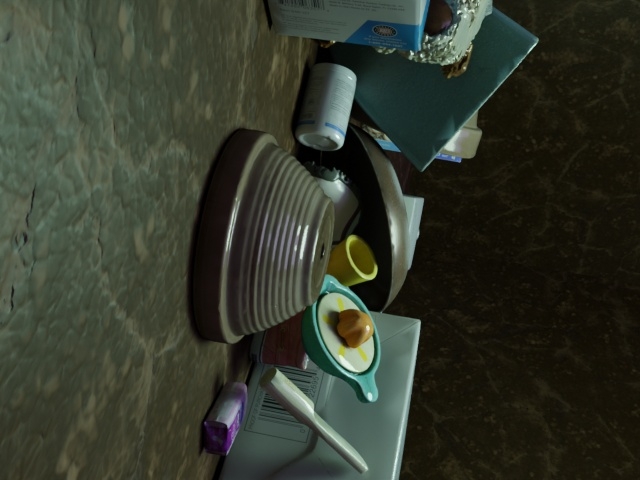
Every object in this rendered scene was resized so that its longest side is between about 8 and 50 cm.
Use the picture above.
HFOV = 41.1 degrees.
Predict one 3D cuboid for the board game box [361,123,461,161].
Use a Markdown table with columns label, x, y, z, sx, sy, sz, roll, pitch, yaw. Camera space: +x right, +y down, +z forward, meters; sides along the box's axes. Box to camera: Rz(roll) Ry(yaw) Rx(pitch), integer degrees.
| label | x | y | z | sx | sy | sz | roll | pitch | yaw |
| --- | --- | --- | --- | --- | --- | --- | --- | --- | --- |
| board game box | 0.215 | -0.337 | 1.834 | 0.291 | 0.232 | 0.141 | 90 | 14 | -48 |

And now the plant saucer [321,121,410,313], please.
| label | x | y | z | sx | sy | sz | roll | pitch | yaw |
| --- | --- | --- | --- | --- | --- | --- | --- | --- | --- |
| plant saucer | 0.072 | -0.040 | 1.343 | 0.310 | 0.050 | 0.310 | 167 | -90 | -76 |

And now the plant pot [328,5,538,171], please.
| label | x | y | z | sx | sy | sz | roll | pitch | yaw |
| --- | --- | --- | --- | --- | --- | --- | --- | --- | --- |
| plant pot | 0.151 | -0.289 | 1.318 | 0.247 | 0.252 | 0.248 | -50 | 179 | 15 |

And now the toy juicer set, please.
| label | x | y | z | sx | sy | sz | roll | pitch | yaw |
| --- | --- | --- | --- | --- | --- | --- | --- | --- | --- |
| toy juicer set | 0.003 | 0.107 | 1.087 | 0.209 | 0.090 | 0.328 | 31 | 44 | -38 |

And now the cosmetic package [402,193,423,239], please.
| label | x | y | z | sx | sy | sz | roll | pitch | yaw |
| --- | --- | --- | --- | --- | --- | --- | --- | --- | --- |
| cosmetic package | 0.150 | -0.022 | 2.027 | 0.365 | 0.155 | 0.196 | -10 | 111 | -81 |

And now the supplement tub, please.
| label | x | y | z | sx | sy | sz | roll | pitch | yaw |
| --- | --- | --- | --- | --- | --- | --- | --- | --- | --- |
| supplement tub | 0.008 | -0.187 | 1.201 | 0.071 | 0.071 | 0.107 | 72 | 31 | -72 |

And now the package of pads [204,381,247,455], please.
| label | x | y | z | sx | sy | sz | roll | pitch | yaw |
| --- | --- | --- | --- | --- | --- | --- | --- | --- | --- |
| package of pads | -0.112 | 0.210 | 1.015 | 0.083 | 0.032 | 0.050 | -63 | 159 | -62 |

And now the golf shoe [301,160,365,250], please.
| label | x | y | z | sx | sy | sz | roll | pitch | yaw |
| --- | --- | --- | --- | --- | --- | --- | --- | --- | --- |
| golf shoe | 0.000 | 0.000 | 1.278 | 0.272 | 0.105 | 0.120 | 88 | 22 | -52 |

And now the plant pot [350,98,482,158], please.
| label | x | y | z | sx | sy | sz | roll | pitch | yaw |
| --- | --- | --- | --- | --- | --- | --- | --- | --- | --- |
| plant pot | 0.208 | -0.304 | 1.605 | 0.263 | 0.263 | 0.229 | -46 | 157 | -74 |

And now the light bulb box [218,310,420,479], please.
| label | x | y | z | sx | sy | sz | roll | pitch | yaw |
| --- | --- | --- | --- | --- | --- | --- | --- | --- | --- |
| light bulb box | 0.004 | 0.340 | 1.270 | 0.361 | 0.226 | 0.357 | 91 | 12 | -48 |

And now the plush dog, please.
| label | x | y | z | sx | sy | sz | roll | pitch | yaw |
| --- | --- | --- | --- | --- | --- | --- | --- | --- | --- |
| plush dog | 0.098 | -0.320 | 1.111 | 0.262 | 0.226 | 0.210 | -61 | 167 | -22 |

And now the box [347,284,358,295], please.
| label | x | y | z | sx | sy | sz | roll | pitch | yaw |
| --- | --- | --- | --- | --- | --- | --- | --- | --- | --- |
| box | 0.034 | 0.137 | 1.503 | 0.163 | 0.142 | 0.247 | 90 | 14 | -48 |

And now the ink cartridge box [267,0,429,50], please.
| label | x | y | z | sx | sy | sz | roll | pitch | yaw |
| --- | --- | --- | --- | --- | --- | --- | --- | --- | --- |
| ink cartridge box | 0.036 | -0.337 | 0.875 | 0.232 | 0.171 | 0.168 | 79 | 23 | -68 |

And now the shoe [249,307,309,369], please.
| label | x | y | z | sx | sy | sz | roll | pitch | yaw |
| --- | --- | --- | --- | --- | --- | --- | --- | --- | --- |
| shoe | -0.037 | 0.095 | 1.197 | 0.063 | 0.081 | 0.177 | 85 | 18 | -60 |

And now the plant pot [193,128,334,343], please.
| label | x | y | z | sx | sy | sz | roll | pitch | yaw |
| --- | --- | --- | --- | --- | --- | --- | --- | --- | --- |
| plant pot | -0.049 | 0.002 | 0.930 | 0.237 | 0.110 | 0.237 | 10 | 90 | -82 |
